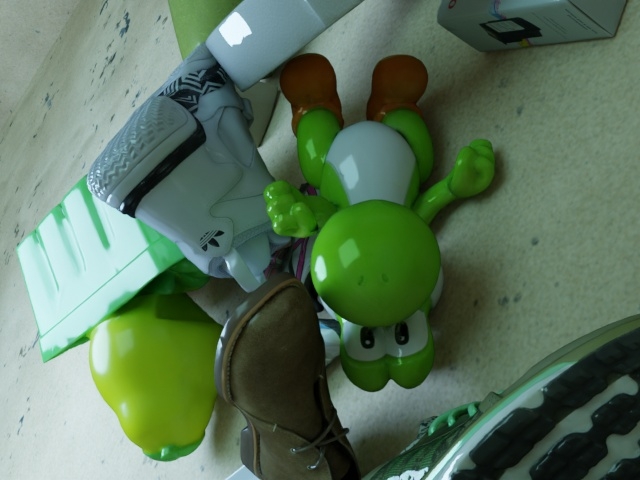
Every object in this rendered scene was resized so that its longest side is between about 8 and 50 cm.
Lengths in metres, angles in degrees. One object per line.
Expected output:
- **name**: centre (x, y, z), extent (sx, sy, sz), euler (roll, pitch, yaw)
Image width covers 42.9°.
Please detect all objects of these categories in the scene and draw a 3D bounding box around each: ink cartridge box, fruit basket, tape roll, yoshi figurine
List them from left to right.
- **fruit basket**: centre (-0.206, 0.083, 1.077), extent (0.392, 0.283, 0.392), euler (15, 118, 31)
- **tape roll**: centre (0.046, -0.301, 0.872), extent (0.392, 0.072, 0.392), euler (-35, 11, 8)
- **yoshi figurine**: centre (0.051, -0.044, 0.779), extent (0.203, 0.203, 0.362), euler (-32, 48, 33)
- **ink cartridge box**: centre (0.211, -0.260, 0.787), extent (0.175, 0.072, 0.127), euler (13, 81, 58)

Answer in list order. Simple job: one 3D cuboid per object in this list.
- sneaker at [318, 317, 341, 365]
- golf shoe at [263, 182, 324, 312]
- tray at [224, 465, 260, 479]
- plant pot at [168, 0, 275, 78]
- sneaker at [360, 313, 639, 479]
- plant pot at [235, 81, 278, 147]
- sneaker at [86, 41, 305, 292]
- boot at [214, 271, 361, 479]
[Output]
- **sneaker**: centre (-0.020, 0.136, 0.888), extent (0.191, 0.071, 0.083), euler (-31, 52, 54)
- **golf shoe**: centre (0.000, 0.000, 0.952), extent (0.086, 0.067, 0.186), euler (15, 76, 26)
- **tray**: centre (-0.050, 0.346, 0.822), extent (0.145, 0.030, 0.270), euler (-43, 39, 31)
- **plant pot**: centre (-0.127, -0.402, 1.232), extent (0.275, 0.275, 0.293), euler (2, 87, 56)
- **sneaker**: centre (0.112, 0.169, 0.612), extent (0.410, 0.158, 0.182), euler (-45, 20, 22)
- **plant pot**: centre (-0.140, -0.186, 1.231), extent (0.109, 0.109, 0.096), euler (-8, 75, 53)
- **sneaker**: centre (-0.116, -0.085, 0.921), extent (0.137, 0.210, 0.366), euler (-39, 18, 21)
- **boot**: centre (-0.012, 0.146, 0.707), extent (0.112, 0.305, 0.115), euler (-38, 56, -25)
